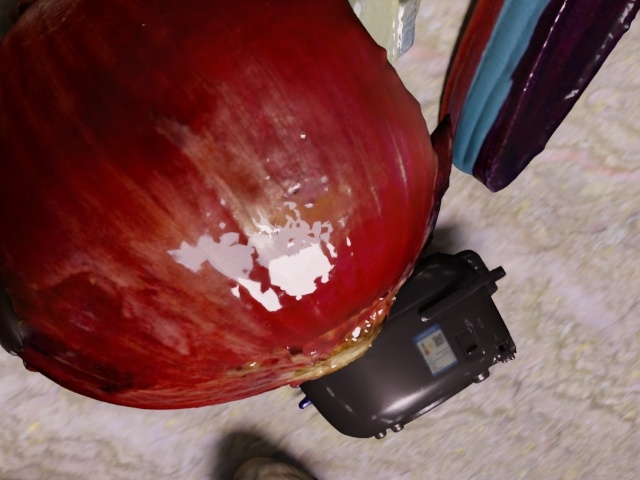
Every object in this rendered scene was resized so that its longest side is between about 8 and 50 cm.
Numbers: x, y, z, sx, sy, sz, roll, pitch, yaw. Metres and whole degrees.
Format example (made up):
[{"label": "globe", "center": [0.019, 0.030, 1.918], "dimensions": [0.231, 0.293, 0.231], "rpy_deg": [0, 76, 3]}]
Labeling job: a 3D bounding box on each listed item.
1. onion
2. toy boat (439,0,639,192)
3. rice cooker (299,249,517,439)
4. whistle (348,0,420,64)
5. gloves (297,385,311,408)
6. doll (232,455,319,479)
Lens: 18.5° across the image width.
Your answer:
[{"label": "onion", "center": [-0.085, -0.037, 1.262], "dimensions": [0.341, 0.341, 0.341], "rpy_deg": [-17, 142, -14]}, {"label": "toy boat", "center": [0.193, -0.190, 1.506], "dimensions": [0.136, 0.079, 0.392], "rpy_deg": [3, 131, -32]}, {"label": "rice cooker", "center": [0.077, 0.089, 1.694], "dimensions": [0.203, 0.118, 0.142], "rpy_deg": [-31, 177, -15]}, {"label": "whistle", "center": [0.036, -0.213, 1.354], "dimensions": [0.126, 0.067, 0.258], "rpy_deg": [-53, 152, -47]}, {"label": "gloves", "center": [0.014, 0.128, 1.808], "dimensions": [0.086, 0.026, 0.064], "rpy_deg": [-10, 142, -23]}, {"label": "doll", "center": [-0.166, 0.312, 1.812], "dimensions": [0.378, 0.252, 0.382], "rpy_deg": [-52, 153, -21]}]
